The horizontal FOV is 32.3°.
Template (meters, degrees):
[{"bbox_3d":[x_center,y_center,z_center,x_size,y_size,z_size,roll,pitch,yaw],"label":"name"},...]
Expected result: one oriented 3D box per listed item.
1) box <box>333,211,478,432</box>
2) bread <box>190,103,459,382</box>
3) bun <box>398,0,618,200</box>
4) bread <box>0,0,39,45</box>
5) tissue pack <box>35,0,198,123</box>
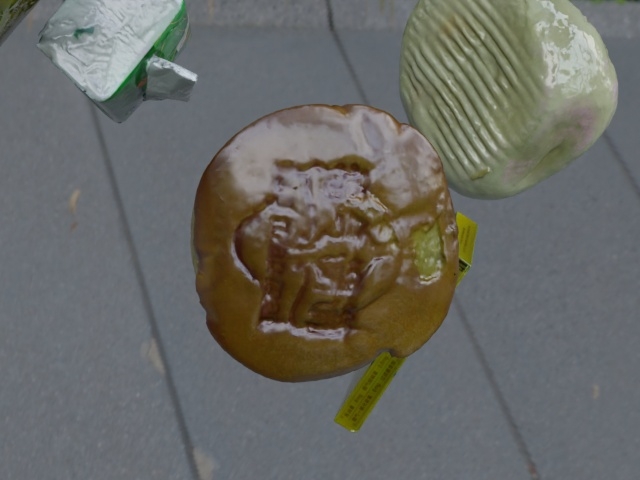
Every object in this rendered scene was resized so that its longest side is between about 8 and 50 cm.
[{"bbox_3d":[0.111,0.105,1.417,0.041,0.279,0.153,31,22,1],"label":"box"},{"bbox_3d":[0.000,0.000,1.051,0.270,0.269,0.148,14,7,-13],"label":"bread"},{"bbox_3d":[0.279,-0.234,1.653,0.213,0.361,0.361,1,51,-44],"label":"bun"},{"bbox_3d":[-0.365,-0.246,1.122,0.112,0.383,0.166,46,56,-15],"label":"bread"},{"bbox_3d":[-0.207,-0.210,1.246,0.156,0.209,0.148,41,87,-5],"label":"tissue pack"}]
